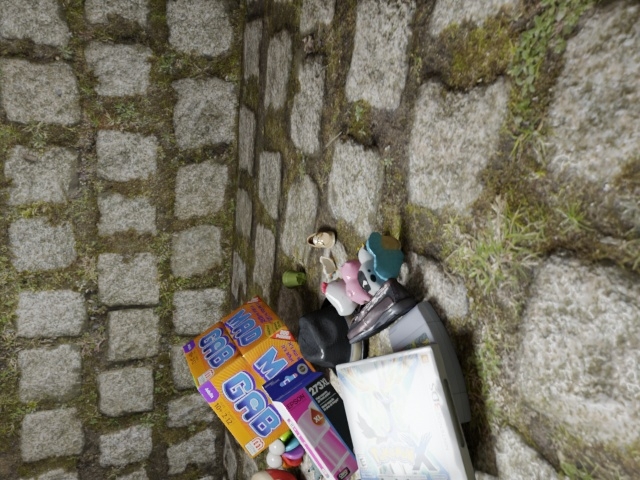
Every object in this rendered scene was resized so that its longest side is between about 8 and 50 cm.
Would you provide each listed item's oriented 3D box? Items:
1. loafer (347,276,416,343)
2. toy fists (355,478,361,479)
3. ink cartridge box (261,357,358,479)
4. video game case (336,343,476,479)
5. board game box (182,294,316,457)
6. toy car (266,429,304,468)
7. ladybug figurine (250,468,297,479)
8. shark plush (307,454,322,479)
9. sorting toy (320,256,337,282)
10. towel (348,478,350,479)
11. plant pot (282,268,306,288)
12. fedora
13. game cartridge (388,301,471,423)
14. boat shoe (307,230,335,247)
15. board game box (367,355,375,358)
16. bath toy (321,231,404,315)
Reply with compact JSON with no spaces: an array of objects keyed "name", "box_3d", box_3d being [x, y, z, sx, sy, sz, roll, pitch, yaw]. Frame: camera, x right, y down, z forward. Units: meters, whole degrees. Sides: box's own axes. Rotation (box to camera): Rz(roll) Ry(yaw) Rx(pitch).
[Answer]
[{"name":"loafer","box_3d":[0.155,0.198,1.362,0.095,0.109,0.302,65,146,18]},{"name":"toy fists","box_3d":[0.172,0.700,1.321,0.279,0.142,0.096,152,115,-64]},{"name":"ink cartridge box","box_3d":[-0.002,0.540,1.500,0.371,0.175,0.069,49,142,19]},{"name":"video game case","box_3d":[0.185,0.423,1.174,0.329,0.036,0.300,-27,71,45]},{"name":"board game box","box_3d":[-0.247,0.492,1.849,0.356,0.356,0.356,61,165,-22]},{"name":"toy car","box_3d":[-0.132,0.878,2.064,0.136,0.159,0.182,24,118,26]},{"name":"ladybug figurine","box_3d":[-0.171,1.108,2.057,0.305,0.162,0.449,44,140,31]},{"name":"shark plush","box_3d":[-0.021,0.860,1.867,0.073,0.067,0.161,-135,49,-58]},{"name":"sorting toy","box_3d":[0.027,0.109,1.758,0.075,0.045,0.083,103,153,-46]},{"name":"towel","box_3d":[0.088,0.784,1.684,0.060,0.009,0.083,-136,50,-57]},{"name":"plant pot","box_3d":[-0.100,0.157,2.016,0.079,0.083,0.083,-8,83,53]},{"name":"fedora","box_3d":[0.017,0.330,1.648,0.334,0.152,0.334,178,90,-67]},{"name":"game cartridge","box_3d":[0.263,0.313,1.207,0.196,0.060,0.294,-54,43,49]},{"name":"boat shoe","box_3d":[0.000,0.000,1.785,0.170,0.059,0.063,166,102,-66]},{"name":"board game box","box_3d":[0.152,0.443,1.497,0.103,0.026,0.154,-118,35,-45]},{"name":"bath toy","box_3d":[0.110,0.104,1.446,0.348,0.129,0.151,-50,10,53]}]
